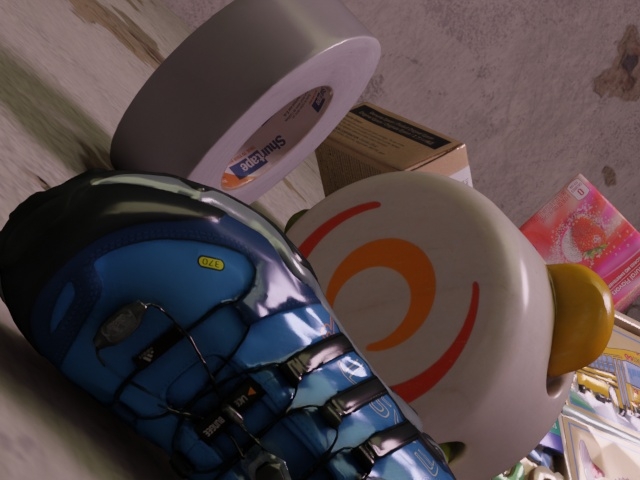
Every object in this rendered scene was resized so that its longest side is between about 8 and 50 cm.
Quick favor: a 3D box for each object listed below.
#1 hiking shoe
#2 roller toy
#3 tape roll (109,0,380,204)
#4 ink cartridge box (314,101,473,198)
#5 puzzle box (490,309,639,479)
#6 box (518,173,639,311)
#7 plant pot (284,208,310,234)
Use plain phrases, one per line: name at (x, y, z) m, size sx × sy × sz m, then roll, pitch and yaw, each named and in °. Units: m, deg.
hiking shoe at (-0.014, 0.081, 0.569) m, size 0.304 × 0.113 × 0.132 m, roll 42°, pitch 7°, yaw -35°
roller toy at (0.066, 0.062, 0.845) m, size 0.191 × 0.209 × 0.146 m, roll 43°, pitch 2°, yaw 36°
tape roll at (-0.056, -0.103, 0.999) m, size 0.072 × 0.219 × 0.219 m, roll 47°, pitch 6°, yaw 11°
ink cartridge box at (0.092, -0.017, 1.432) m, size 0.193 × 0.088 × 0.234 m, roll 31°, pitch -39°, yaw 51°
puzzle box at (0.255, 0.176, 1.046) m, size 0.409 × 0.052 × 0.272 m, roll 24°, pitch 42°, yaw -28°
box at (0.263, 0.082, 1.576) m, size 0.154 × 0.300 × 0.142 m, roll 49°, pitch 5°, yaw 15°
plant pot at (0.000, 0.000, 1.427) m, size 0.083 × 0.083 × 0.079 m, roll 42°, pitch -4°, yaw -36°
